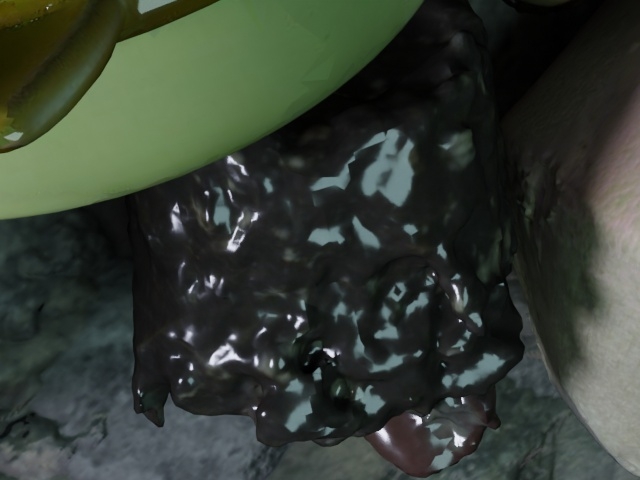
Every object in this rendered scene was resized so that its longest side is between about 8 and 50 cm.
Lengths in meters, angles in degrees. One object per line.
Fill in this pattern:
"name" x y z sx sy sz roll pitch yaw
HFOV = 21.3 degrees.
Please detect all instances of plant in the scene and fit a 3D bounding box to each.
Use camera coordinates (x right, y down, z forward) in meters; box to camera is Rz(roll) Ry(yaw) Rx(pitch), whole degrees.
"plant" 0.000 0.000 0.772 0.178 0.204 0.234 -5 128 -4

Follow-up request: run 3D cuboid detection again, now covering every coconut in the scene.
"coconut" 0.240 -0.013 0.854 0.297 0.297 0.309 30 98 -43

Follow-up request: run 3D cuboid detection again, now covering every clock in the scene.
"clock" -0.087 -0.125 0.506 0.286 0.348 0.117 -29 132 -13

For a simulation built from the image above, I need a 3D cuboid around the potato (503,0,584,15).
"potato" 0.118 -0.218 0.745 0.100 0.120 0.261 11 113 -32
